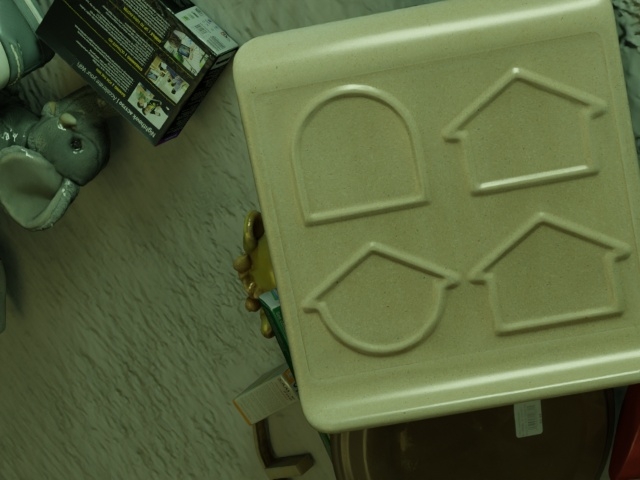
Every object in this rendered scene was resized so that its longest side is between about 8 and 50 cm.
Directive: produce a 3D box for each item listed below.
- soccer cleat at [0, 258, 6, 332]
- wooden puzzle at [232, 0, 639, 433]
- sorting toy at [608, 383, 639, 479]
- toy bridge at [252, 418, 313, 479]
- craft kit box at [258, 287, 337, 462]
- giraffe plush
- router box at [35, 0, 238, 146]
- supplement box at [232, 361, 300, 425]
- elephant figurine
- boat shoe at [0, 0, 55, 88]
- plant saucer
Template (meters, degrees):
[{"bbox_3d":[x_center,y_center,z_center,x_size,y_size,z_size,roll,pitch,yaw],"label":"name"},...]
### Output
[{"bbox_3d":[-0.520,0.049,2.344,0.331,0.116,0.143,12,121,35],"label":"soccer cleat"},{"bbox_3d":[0.113,-0.030,1.637,0.322,0.080,0.347,-10,98,6],"label":"wooden puzzle"},{"bbox_3d":[0.364,0.096,1.636,0.126,0.127,0.365,19,135,0],"label":"sorting toy"},{"bbox_3d":[-0.036,0.254,2.135,0.063,0.026,0.188,-14,108,48],"label":"toy bridge"},{"bbox_3d":[0.103,0.111,1.761,0.249,0.247,0.061,66,168,-17],"label":"craft kit box"},{"bbox_3d":[0.000,0.000,1.815,0.210,0.170,0.181,-20,104,47],"label":"giraffe plush"},{"bbox_3d":[-0.186,-0.202,1.907,0.179,0.046,0.133,44,123,8],"label":"router box"},{"bbox_3d":[-0.041,0.157,2.044,0.036,0.062,0.098,55,139,-3],"label":"supplement box"},{"bbox_3d":[-0.301,-0.093,2.041,0.239,0.169,0.186,18,160,12],"label":"elephant figurine"},{"bbox_3d":[-0.377,-0.307,1.972,0.116,0.099,0.319,-29,87,56],"label":"boat shoe"},{"bbox_3d":[0.146,0.173,1.737,0.277,0.278,0.041,66,170,-16],"label":"plant saucer"}]
